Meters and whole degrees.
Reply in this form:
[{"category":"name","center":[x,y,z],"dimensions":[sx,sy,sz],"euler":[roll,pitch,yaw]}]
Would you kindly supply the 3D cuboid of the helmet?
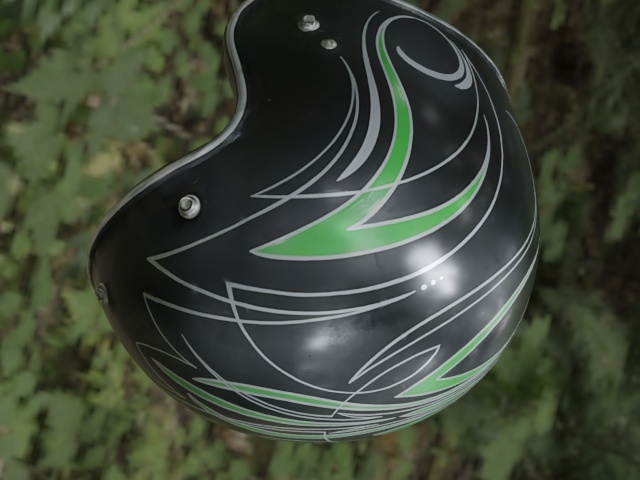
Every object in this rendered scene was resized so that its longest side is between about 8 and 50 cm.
[{"category":"helmet","center":[0.000,0.000,0.680],"dimensions":[0.169,0.169,0.162],"euler":[76,23,-53]}]
